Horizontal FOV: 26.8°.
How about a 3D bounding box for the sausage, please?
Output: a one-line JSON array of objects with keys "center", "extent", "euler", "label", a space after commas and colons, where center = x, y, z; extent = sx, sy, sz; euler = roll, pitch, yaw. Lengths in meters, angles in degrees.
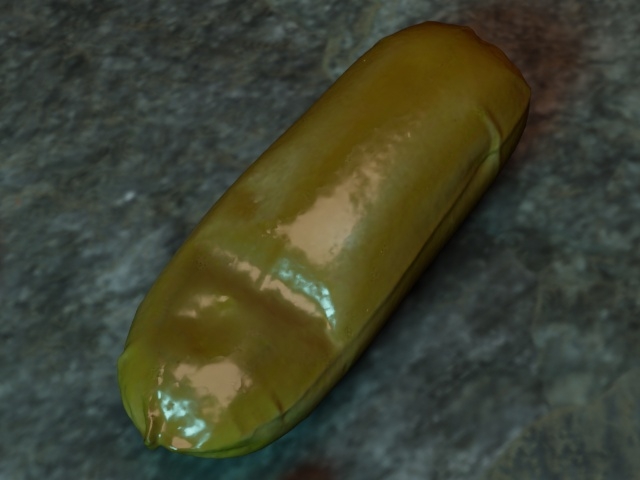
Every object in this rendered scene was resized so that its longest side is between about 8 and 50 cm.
[{"center": [-0.001, 0.002, 0.855], "extent": [0.134, 0.116, 0.354], "euler": [38, 65, 9], "label": "sausage"}]
